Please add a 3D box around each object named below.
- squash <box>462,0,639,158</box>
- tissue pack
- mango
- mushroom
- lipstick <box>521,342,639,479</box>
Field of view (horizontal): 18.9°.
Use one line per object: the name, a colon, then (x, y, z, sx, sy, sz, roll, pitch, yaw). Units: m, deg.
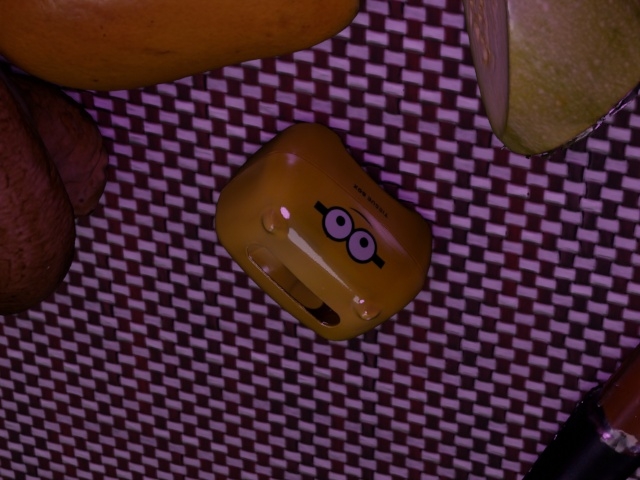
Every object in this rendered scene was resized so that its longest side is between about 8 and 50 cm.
squash: (0.116, -0.207, 1.349, 0.189, 0.189, 0.260, -29, 118, 39)
tissue pack: (0.000, 0.000, 1.621, 0.178, 0.127, 0.123, 44, 134, -14)
mango: (-0.125, -0.213, 1.468, 0.317, 0.173, 0.211, 0, 129, 16)
mushroom: (-0.328, -0.085, 1.585, 0.345, 0.239, 0.345, 24, 158, 10)
lipstick: (0.284, 0.121, 1.632, 0.077, 0.077, 0.418, 30, 133, -2)
